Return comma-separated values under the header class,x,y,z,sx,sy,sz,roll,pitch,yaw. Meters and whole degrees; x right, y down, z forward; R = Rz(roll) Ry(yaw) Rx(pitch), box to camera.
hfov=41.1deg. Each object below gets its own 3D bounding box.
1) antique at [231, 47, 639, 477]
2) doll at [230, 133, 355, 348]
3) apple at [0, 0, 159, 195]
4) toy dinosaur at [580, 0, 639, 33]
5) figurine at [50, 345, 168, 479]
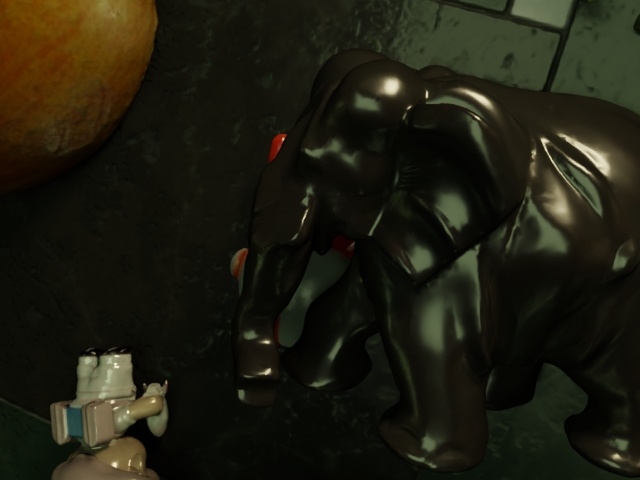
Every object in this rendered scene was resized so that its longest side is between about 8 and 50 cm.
class,x,y,z,sx,sy,sz,roll,pitch,yaw
antique,0.106,0.010,0.589,0.322,0.185,0.255,5,110,-8
doll,0.000,0.000,0.703,0.142,0.076,0.245,26,102,17
apple,-0.309,-0.154,0.757,0.346,0.179,0.254,-37,122,22
toy dinosaur,0.307,-0.259,0.541,0.447,0.087,0.301,30,108,8
figurine,-0.199,0.214,0.796,0.137,0.112,0.229,-3,87,26
